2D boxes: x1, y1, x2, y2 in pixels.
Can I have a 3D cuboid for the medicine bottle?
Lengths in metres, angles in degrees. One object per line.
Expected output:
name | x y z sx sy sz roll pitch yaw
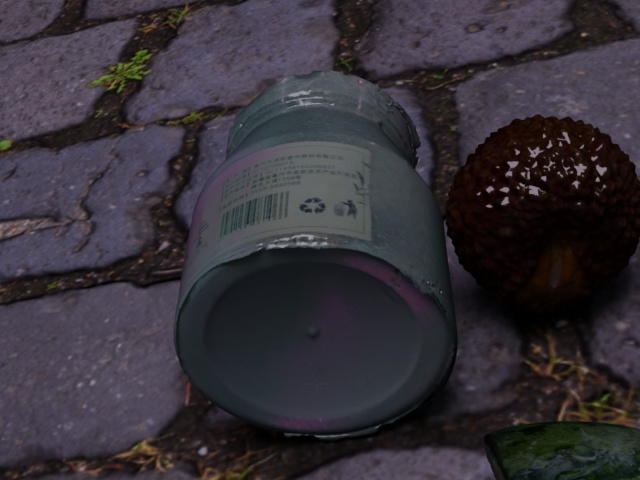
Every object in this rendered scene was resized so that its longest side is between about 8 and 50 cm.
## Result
medicine bottle | 0.000 0.000 1.044 0.245 0.245 0.290 -11 39 12

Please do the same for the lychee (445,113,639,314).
lychee | 0.204 -0.031 1.036 0.188 0.188 0.188 -12 40 11

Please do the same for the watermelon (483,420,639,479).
watermelon | 0.210 0.223 0.787 0.224 0.180 0.305 17 28 -24
